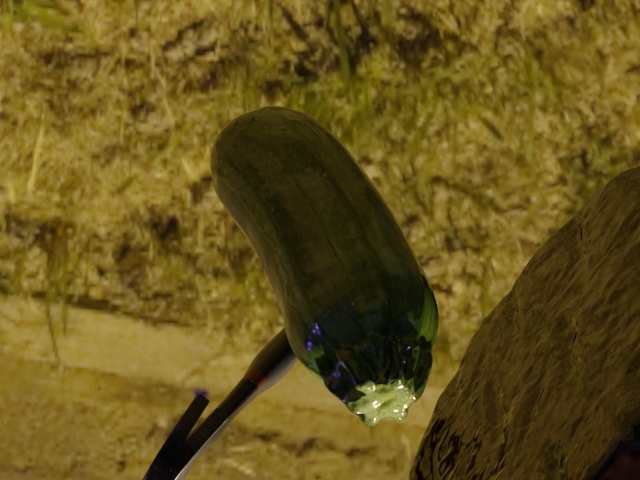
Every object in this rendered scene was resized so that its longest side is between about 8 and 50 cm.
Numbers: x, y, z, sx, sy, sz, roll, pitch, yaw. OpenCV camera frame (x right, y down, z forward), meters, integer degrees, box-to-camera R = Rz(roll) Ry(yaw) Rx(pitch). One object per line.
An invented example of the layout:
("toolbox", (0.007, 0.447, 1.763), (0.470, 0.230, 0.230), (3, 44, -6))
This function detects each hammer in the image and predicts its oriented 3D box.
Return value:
("hammer", (-0.082, 0.155, 1.186), (0.037, 0.290, 0.137), (36, 127, 8))

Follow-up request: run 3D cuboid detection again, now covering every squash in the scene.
("squash", (0.000, 0.000, 0.602), (0.077, 0.219, 0.068), (-36, 135, 9))

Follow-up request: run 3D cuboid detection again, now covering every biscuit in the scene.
("biscuit", (0.206, 0.104, 0.910), (0.091, 0.407, 0.407), (36, 125, -7))
